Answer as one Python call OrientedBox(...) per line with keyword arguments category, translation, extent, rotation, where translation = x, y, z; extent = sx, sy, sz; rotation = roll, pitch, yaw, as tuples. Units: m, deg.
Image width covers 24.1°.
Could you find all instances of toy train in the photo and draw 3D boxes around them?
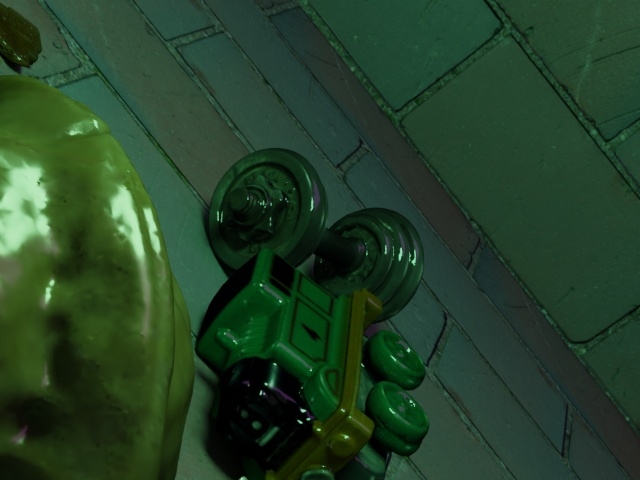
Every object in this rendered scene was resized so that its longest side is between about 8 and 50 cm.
OrientedBox(category="toy train", translation=(-0.022, 0.161, 1.694), extent=(0.249, 0.178, 0.429), rotation=(39, 19, -11))

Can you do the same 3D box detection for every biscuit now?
OrientedBox(category="biscuit", translation=(-0.382, -0.255, 1.837), extent=(0.119, 0.019, 0.130), rotation=(54, 17, 7))

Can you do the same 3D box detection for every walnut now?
OrientedBox(category="walnut", translation=(-0.248, 0.104, 0.861), extent=(0.383, 0.383, 0.383), rotation=(46, 18, -20))

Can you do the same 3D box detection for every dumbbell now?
OrientedBox(category="dumbbell", translation=(0.000, 0.000, 2.058), extent=(0.406, 0.179, 0.179), rotation=(26, 31, -55))

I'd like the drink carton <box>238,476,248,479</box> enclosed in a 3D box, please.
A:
OrientedBox(category="drink carton", translation=(-0.085, 0.351, 1.086), extent=(0.132, 0.194, 0.324), rotation=(46, 17, -25))
